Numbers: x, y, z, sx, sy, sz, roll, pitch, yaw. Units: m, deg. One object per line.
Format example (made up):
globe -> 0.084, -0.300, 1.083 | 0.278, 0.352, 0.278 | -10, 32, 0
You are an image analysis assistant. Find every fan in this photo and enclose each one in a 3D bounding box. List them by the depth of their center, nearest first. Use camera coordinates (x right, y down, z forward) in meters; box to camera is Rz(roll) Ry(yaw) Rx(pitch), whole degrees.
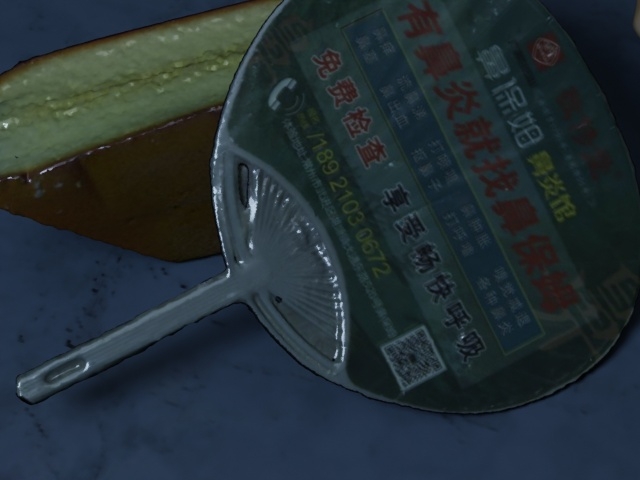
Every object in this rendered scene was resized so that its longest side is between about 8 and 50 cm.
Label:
fan -> 0.032, 0.010, 0.845 | 0.223, 0.012, 0.294 | 35, 83, -7

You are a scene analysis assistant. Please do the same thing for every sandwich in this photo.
sandwich -> -0.043, -0.062, 0.902 | 0.258, 0.096, 0.094 | -15, 50, -6

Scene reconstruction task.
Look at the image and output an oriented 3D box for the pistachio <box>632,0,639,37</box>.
pistachio -> 0.269, -0.144, 0.919 | 0.229, 0.157, 0.157 | -22, 57, -19
